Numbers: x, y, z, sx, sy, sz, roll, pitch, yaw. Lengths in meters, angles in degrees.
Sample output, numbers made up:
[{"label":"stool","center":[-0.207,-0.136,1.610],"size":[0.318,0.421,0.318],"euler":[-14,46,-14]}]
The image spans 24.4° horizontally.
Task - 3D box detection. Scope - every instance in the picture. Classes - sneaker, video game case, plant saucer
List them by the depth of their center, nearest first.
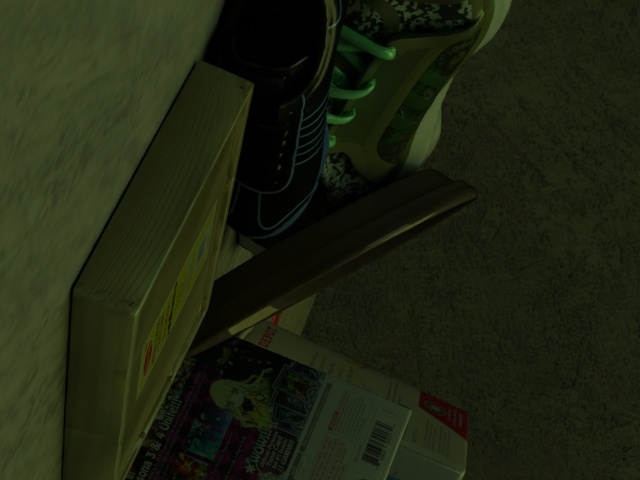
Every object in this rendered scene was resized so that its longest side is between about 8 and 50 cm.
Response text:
[{"label":"sneaker","center":[-0.034,-0.086,0.894],"size":[0.090,0.081,0.232],"euler":[-59,164,-54]},{"label":"sneaker","center":[0.013,-0.110,1.043],"size":[0.182,0.158,0.410],"euler":[-50,165,-25]},{"label":"plant saucer","center":[-0.005,0.017,1.170],"size":[0.278,0.041,0.278],"euler":[-30,177,-2]},{"label":"video game case","center":[-0.058,0.201,1.226],"size":[0.042,0.210,0.232],"euler":[108,4,-57]}]

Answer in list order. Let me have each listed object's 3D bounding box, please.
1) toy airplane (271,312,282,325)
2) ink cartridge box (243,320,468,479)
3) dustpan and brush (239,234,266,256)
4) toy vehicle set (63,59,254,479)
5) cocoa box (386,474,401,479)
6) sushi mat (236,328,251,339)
[{"label":"toy airplane","center":[-0.051,0.059,2.050],"size":[0.151,0.028,0.151],"euler":[21,90,-87]},{"label":"ink cartridge box","center":[0.014,0.227,1.760],"size":[0.226,0.306,0.131],"euler":[-55,168,-76]},{"label":"dustpan and brush","center":[-0.032,-0.042,1.340],"size":[0.211,0.060,0.147],"euler":[-43,155,-83]},{"label":"toy vehicle set","center":[-0.102,0.036,0.896],"size":[0.267,0.035,0.166],"euler":[108,6,-57]},{"label":"cocoa box","center":[-0.029,0.330,1.343],"size":[0.231,0.347,0.228],"euler":[107,5,-59]},{"label":"sushi mat","center":[0.000,0.000,1.675],"size":[0.316,0.019,0.151],"euler":[-49,180,14]}]
